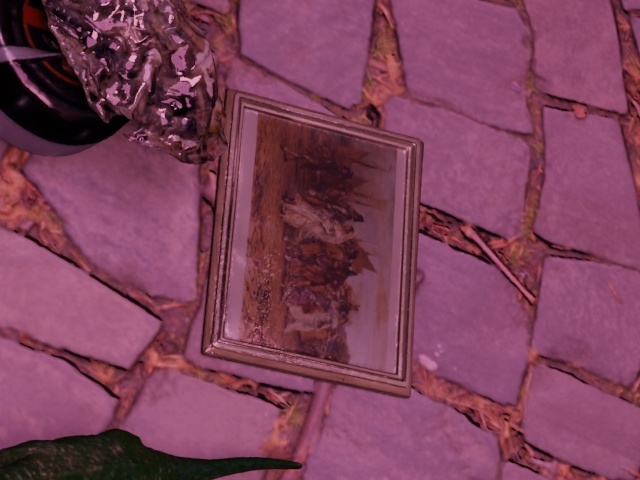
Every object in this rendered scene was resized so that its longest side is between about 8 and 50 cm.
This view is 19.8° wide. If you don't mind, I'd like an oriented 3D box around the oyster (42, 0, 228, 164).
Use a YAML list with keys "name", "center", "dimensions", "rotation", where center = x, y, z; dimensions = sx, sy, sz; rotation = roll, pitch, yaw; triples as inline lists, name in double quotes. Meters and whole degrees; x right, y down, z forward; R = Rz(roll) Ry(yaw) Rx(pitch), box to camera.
- name: "oyster"
  center: [-0.158, -0.189, 1.577]
  dimensions: [0.199, 0.087, 0.252]
  rotation: [3, 76, -46]

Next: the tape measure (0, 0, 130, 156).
- name: "tape measure"
  center: [-0.237, -0.166, 1.607]
  dimensions: [0.182, 0.107, 0.181]
  rotation: [21, 58, -34]

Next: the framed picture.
- name: "framed picture"
  center: [0.000, 0.000, 1.715]
  dimensions: [0.217, 0.017, 0.274]
  rotation: [12, 65, -22]

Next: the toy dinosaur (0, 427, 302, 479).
- name: "toy dinosaur"
  center: [-0.176, 0.173, 1.396]
  dimensions: [0.447, 0.301, 0.087]
  rotation: [-10, 73, -27]
